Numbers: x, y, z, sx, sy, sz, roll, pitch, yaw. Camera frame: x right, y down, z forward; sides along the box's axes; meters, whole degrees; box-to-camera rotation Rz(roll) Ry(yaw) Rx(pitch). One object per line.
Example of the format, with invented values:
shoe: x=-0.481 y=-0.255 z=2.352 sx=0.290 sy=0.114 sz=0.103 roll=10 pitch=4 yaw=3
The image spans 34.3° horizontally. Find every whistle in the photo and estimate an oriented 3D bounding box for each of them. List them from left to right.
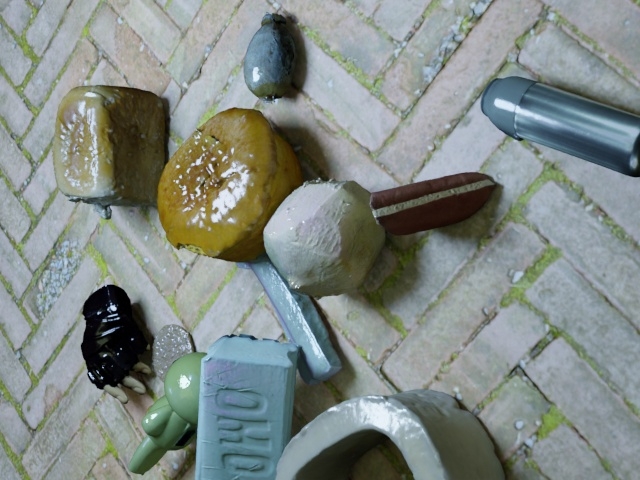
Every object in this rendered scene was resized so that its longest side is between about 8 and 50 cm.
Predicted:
whistle: x=-0.252 y=0.293 z=1.823 sx=0.294 sy=0.141 sz=0.141 roll=-38 pitch=65 yaw=29

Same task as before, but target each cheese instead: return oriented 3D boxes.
cheese: x=0.094 y=0.380 z=1.516 sx=0.332 sy=0.153 sz=0.292 roll=-32 pitch=68 yaw=36

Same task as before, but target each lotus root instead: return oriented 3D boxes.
lotus root: x=-0.083 y=-0.311 z=1.747 sx=0.088 sy=0.088 sz=0.165 roll=-4 pitch=76 yaw=40

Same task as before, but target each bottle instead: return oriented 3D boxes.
bottle: x=0.332 y=-0.152 z=1.392 sx=0.253 sy=0.079 sz=0.096 roll=27 pitch=144 yaw=36

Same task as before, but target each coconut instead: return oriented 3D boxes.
coconut: x=0.003 y=0.001 z=1.596 sx=0.194 sy=0.194 sz=0.194 roll=-2 pitch=87 yaw=40

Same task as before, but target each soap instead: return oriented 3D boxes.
soap: x=-0.122 y=0.290 z=1.676 sx=0.150 sy=0.094 sz=0.262 roll=8 pitch=110 yaw=8

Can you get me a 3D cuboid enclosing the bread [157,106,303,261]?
bread: x=-0.145 y=-0.086 z=1.722 sx=0.268 sy=0.145 sz=0.269 roll=-16 pitch=64 yaw=36

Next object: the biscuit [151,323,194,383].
biscuit: x=-0.274 y=0.213 z=1.924 sx=0.120 sy=0.015 sz=0.120 roll=-2 pitch=87 yaw=42

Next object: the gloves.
gloves: x=-0.388 y=0.206 z=1.957 sx=0.164 sy=0.124 sz=0.203 roll=127 pitch=138 yaw=-53

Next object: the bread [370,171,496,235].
bread: x=0.152 y=-0.049 z=1.515 sx=0.119 sy=0.192 sz=0.067 roll=135 pitch=120 yaw=-73

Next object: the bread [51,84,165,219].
bread: x=-0.403 y=-0.160 z=1.933 sx=0.176 sy=0.195 sz=0.246 roll=-2 pitch=87 yaw=36

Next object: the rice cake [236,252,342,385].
rice cake: x=-0.053 y=0.113 z=1.720 sx=0.081 sy=0.051 sz=0.290 roll=-48 pitch=58 yaw=26
